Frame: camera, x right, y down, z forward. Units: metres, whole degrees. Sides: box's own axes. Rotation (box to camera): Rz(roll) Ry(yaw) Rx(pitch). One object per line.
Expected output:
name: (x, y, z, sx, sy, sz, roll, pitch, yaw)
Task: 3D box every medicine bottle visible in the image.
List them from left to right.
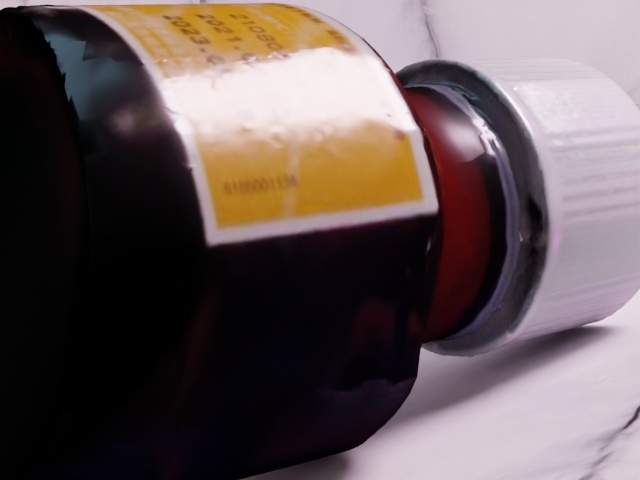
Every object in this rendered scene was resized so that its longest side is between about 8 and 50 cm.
medicine bottle: (0.000, 0.000, 0.725, 0.395, 0.242, 0.242, -2, -4, -39)
